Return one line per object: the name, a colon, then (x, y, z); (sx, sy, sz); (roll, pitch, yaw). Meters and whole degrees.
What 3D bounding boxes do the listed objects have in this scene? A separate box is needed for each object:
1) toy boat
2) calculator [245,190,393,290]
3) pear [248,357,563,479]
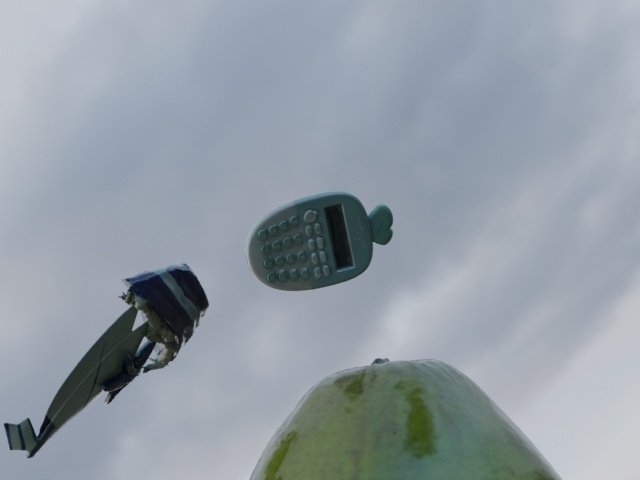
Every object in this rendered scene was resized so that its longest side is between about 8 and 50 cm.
toy boat: (-0.239, 0.143, 2.185); (0.291, 0.070, 0.210); (-52, -24, 7)
calculator: (0.000, 0.000, 1.844); (0.153, 0.095, 0.021); (-16, 17, -13)
pear: (0.050, 0.195, 1.002); (0.212, 0.269, 0.212); (-5, -12, -1)
